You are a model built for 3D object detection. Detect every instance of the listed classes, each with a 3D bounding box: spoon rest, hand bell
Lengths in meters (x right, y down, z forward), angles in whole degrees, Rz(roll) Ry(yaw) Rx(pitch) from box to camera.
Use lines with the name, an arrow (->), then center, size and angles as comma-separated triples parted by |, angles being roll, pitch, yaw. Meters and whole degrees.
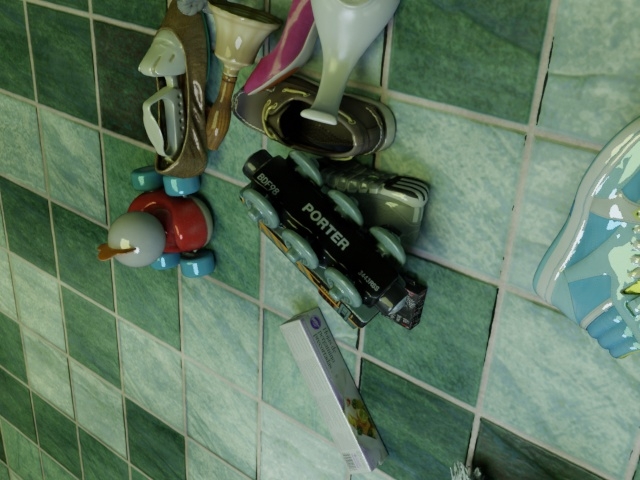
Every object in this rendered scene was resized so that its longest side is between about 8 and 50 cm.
spoon rest -> 0.034, -0.309, 1.106 | 0.137, 0.084, 0.276 | 16, 97, 3
hand bell -> -0.156, -0.266, 1.261 | 0.126, 0.126, 0.242 | 32, 116, 27

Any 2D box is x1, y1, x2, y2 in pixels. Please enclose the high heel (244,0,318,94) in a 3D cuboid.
high heel -> -0.053, -0.336, 1.181 | 0.244, 0.082, 0.117 | -35, 93, 30

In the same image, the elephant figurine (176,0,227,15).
elephant figurine -> -0.243, -0.503, 1.264 | 0.186, 0.169, 0.239 | -44, 60, 15

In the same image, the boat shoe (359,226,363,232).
boat shoe -> 0.054, 0.029, 1.305 | 0.045, 0.050, 0.135 | 15, 119, 42

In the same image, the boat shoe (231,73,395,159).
boat shoe -> -0.036, -0.204, 1.243 | 0.324, 0.097, 0.116 | 21, 121, 34

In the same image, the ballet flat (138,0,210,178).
ballet flat -> -0.275, -0.275, 1.387 | 0.116, 0.124, 0.342 | 20, 117, 35

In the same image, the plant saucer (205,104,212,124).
plant saucer -> -0.216, -0.221, 1.455 | 0.083, 0.013, 0.083 | 19, 121, 34

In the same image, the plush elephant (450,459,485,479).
plush elephant -> 0.285, 0.543, 1.184 | 0.255, 0.272, 0.330 | -179, 94, -67

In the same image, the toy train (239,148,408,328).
toy train -> 0.000, 0.000, 1.196 | 0.334, 0.142, 0.190 | 44, 163, 9

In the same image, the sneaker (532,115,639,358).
sneaker -> 0.402, 0.013, 0.909 | 0.208, 0.127, 0.319 | 52, 146, 35

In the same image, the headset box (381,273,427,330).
headset box -> 0.142, 0.100, 1.272 | 0.062, 0.032, 0.083 | 27, 124, 30

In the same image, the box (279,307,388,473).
box -> 0.027, 0.289, 1.439 | 0.067, 0.063, 0.324 | -24, 92, 43

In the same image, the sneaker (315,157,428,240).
sneaker -> 0.066, -0.052, 1.235 | 0.229, 0.086, 0.132 | 21, 124, 32

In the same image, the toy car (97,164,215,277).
toy car -> -0.362, -0.015, 1.520 | 0.210, 0.238, 0.219 | 9, 115, 39
